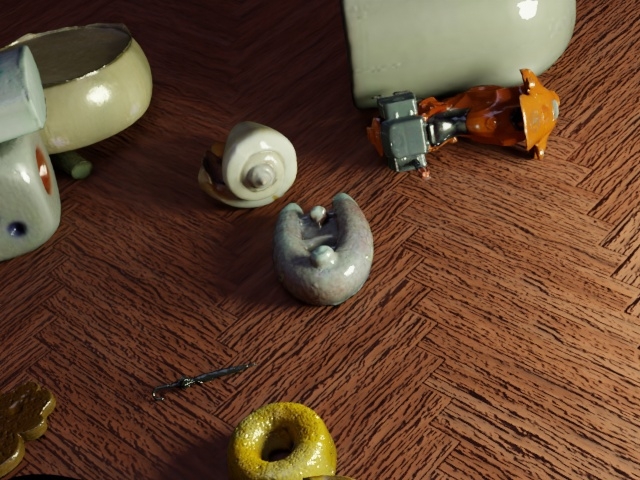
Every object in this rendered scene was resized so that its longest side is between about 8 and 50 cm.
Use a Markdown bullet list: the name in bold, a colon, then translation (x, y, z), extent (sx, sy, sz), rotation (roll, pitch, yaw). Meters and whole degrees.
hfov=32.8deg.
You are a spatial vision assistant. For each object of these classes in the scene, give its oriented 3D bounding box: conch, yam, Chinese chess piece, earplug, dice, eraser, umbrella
- **conch**: translation (-0.113, -0.124, 1.805), extent (0.158, 0.127, 0.255), rotation (-43, 16, 9)
- **yam**: translation (-0.447, -0.139, 1.947), extent (0.043, 0.043, 0.094), rotation (-37, 47, -26)
- **Chinese chess piece**: translation (-0.483, -0.285, 2.024), extent (0.338, 0.140, 0.338), rotation (-10, 31, 6)
- **earplug**: translation (0.234, -0.394, 1.866), extent (0.394, 0.312, 0.312), rotation (-5, 40, 6)
- **dice**: translation (-0.546, -0.091, 1.801), extent (0.192, 0.193, 0.194), rotation (-13, 41, -2)
- **eraser**: translation (-0.585, -0.202, 1.713), extent (0.290, 0.104, 0.189), rotation (-18, 44, -6)
- **umbrella**: translation (-0.161, 0.187, 1.500), extent (0.149, 0.022, 0.022), rotation (-19, 82, -8)

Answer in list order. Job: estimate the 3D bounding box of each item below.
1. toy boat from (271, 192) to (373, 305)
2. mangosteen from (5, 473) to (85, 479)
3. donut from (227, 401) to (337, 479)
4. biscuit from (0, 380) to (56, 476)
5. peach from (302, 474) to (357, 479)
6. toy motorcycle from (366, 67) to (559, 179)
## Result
- **toy boat**: translation (0.000, 0.000, 1.628), extent (0.155, 0.085, 0.227), rotation (-9, 39, 3)
- **mangosteen**: translation (-0.277, 0.373, 1.170), extent (0.243, 0.243, 0.243), rotation (-8, 40, 6)
- **donut**: translation (-0.051, 0.264, 1.350), extent (0.152, 0.058, 0.152), rotation (-8, 37, 6)
- **biscuit**: translation (-0.436, 0.264, 1.477), extent (0.124, 0.026, 0.175), rotation (23, 51, 34)
- **peach**: translation (0.030, 0.339, 1.212), extent (0.127, 0.092, 0.172), rotation (-24, 29, -21)
- **toy motorcycle**: translation (0.244, -0.192, 1.761), extent (0.326, 0.147, 0.221), rotation (-12, 17, -3)
